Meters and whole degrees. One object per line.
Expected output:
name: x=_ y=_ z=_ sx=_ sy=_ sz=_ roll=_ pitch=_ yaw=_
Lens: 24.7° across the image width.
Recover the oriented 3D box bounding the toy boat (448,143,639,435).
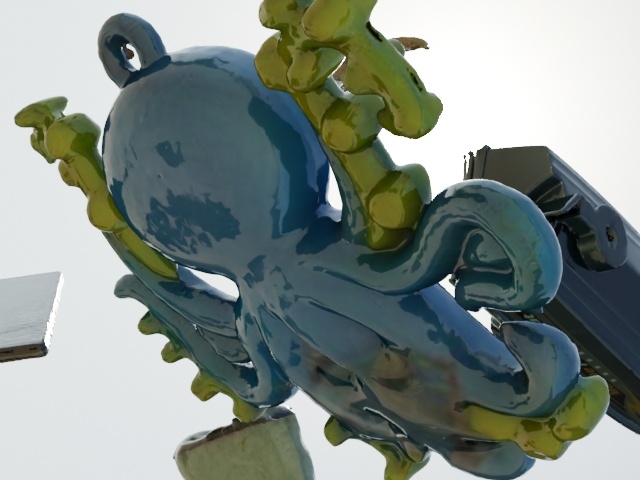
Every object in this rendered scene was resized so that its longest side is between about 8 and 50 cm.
toy boat: x=0.186 y=0.054 z=1.001 sx=0.122 sy=0.296 sz=0.114 roll=-13 pitch=-129 yaw=36

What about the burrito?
burrito: x=-0.031 y=0.255 z=1.242 sx=0.144 sy=0.089 sz=0.229 roll=-27 pitch=-96 yaw=42

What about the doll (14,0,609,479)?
doll: x=0.000 y=0.000 z=0.801 sx=0.341 sy=0.099 sz=0.346 roll=47 pitch=-35 yaw=-7

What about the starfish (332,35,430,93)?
starfish: x=0.007 y=-0.154 z=1.525 sx=0.062 sy=0.235 sz=0.277 roll=61 pitch=-33 yaw=4

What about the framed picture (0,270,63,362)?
framed picture: x=-0.383 y=0.081 z=1.173 sx=0.265 sy=0.347 sz=0.016 roll=-122 pitch=-156 yaw=-78
